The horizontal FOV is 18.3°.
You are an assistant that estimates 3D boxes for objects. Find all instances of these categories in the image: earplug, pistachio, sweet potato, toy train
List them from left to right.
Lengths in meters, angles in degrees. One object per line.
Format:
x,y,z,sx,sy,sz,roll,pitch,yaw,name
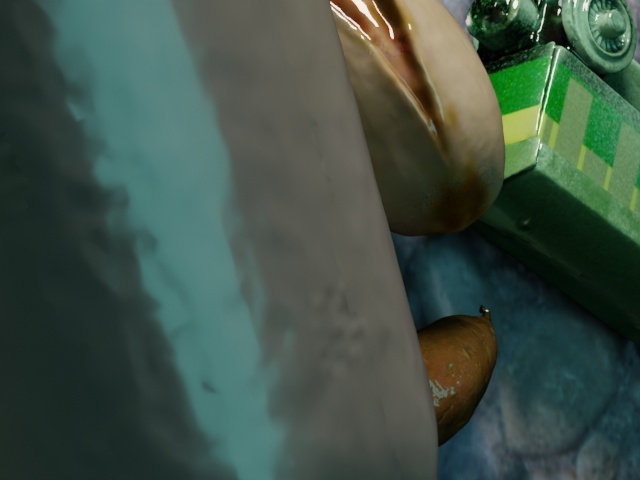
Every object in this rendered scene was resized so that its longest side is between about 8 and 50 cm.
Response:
-0.102,0.047,0.967,0.313,0.313,0.394,-22,95,-47,earplug
0.038,-0.100,1.275,0.144,0.144,0.215,-40,100,-44,pistachio
0.048,0.108,1.273,0.269,0.075,0.074,-29,99,-43,sweet potato
0.209,-0.058,1.457,0.301,0.120,0.202,33,60,-35,toy train
